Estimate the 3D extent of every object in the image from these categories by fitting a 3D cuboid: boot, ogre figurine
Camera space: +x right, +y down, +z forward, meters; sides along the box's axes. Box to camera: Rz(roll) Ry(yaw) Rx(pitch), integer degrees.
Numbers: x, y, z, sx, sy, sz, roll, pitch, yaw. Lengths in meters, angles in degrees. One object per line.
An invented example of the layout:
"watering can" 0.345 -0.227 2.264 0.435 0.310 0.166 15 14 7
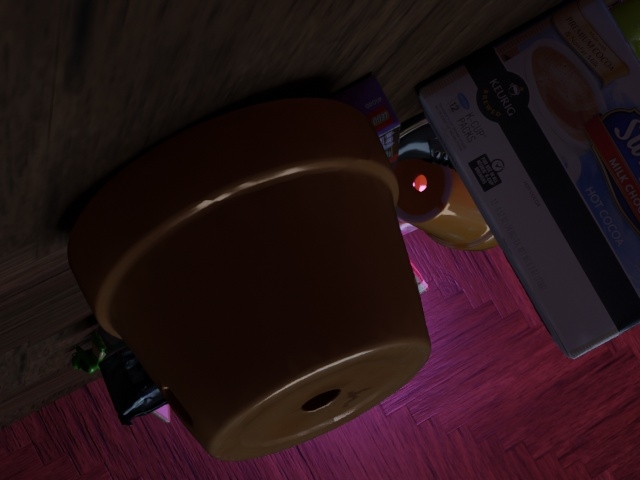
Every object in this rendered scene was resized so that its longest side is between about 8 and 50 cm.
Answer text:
"boot" 0.171 -0.108 1.399 0.198 0.137 0.077 -27 176 -10
"ogre figurine" -0.377 0.205 1.927 0.118 0.097 0.197 -11 155 -37

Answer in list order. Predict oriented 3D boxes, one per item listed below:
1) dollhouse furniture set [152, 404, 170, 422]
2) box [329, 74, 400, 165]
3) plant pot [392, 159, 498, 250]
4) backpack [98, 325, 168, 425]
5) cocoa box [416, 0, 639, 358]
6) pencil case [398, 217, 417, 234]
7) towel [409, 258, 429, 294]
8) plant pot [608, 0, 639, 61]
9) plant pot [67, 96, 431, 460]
"dollhouse furniture set" -0.219 0.207 2.020 0.301 0.151 0.197 -32 -142 16
"box" -0.016 -0.074 1.084 0.201 0.057 0.293 -28 176 3
"plant pot" 0.209 -0.086 1.696 0.205 0.205 0.188 -31 160 33
"backpack" -0.237 0.168 1.699 0.253 0.191 0.225 -20 177 -14
"cocoa box" 0.298 -0.071 1.216 0.228 0.347 0.231 -30 176 7
"pencil case" 0.126 -0.037 2.174 0.284 0.124 0.124 -30 176 13
"towel" 0.060 0.062 2.147 0.237 0.037 0.329 -28 136 12
"plant pot" 0.520 -0.258 1.428 0.227 0.207 0.228 -30 177 7
"plant pot" -0.040 0.049 0.870 0.291 0.203 0.291 -23 157 -10
